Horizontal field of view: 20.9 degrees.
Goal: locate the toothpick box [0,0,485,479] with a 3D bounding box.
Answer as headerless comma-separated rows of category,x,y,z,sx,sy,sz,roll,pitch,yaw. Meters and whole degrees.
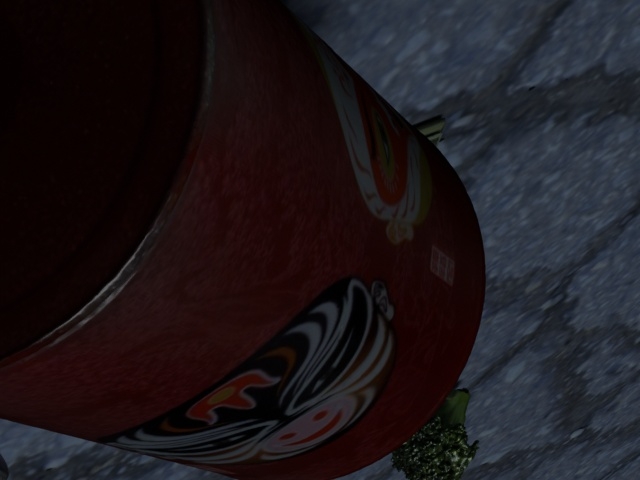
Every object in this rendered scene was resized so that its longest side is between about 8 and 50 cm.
toothpick box,-0.071,-0.014,0.715,0.204,0.204,0.333,-36,157,8

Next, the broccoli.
broccoli,0.097,0.165,1.493,0.095,0.097,0.092,-31,-145,64

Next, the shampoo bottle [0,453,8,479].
shampoo bottle,-0.292,0.169,0.992,0.227,0.056,0.086,-30,159,-5

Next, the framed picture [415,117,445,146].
framed picture,0.000,0.000,1.084,0.142,0.011,0.183,-22,156,-24
